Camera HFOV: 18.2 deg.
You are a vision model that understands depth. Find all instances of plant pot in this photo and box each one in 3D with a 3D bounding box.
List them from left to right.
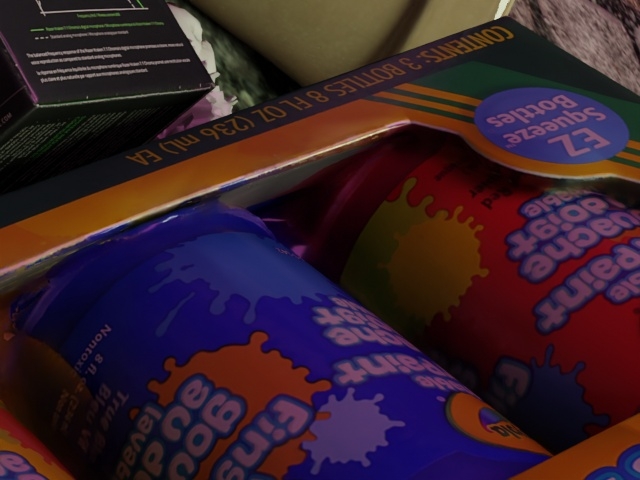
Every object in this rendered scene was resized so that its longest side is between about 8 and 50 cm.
[{"bbox_3d":[-0.002,-0.222,1.386,0.229,0.263,0.263,23,37,-16],"label":"plant pot"}]

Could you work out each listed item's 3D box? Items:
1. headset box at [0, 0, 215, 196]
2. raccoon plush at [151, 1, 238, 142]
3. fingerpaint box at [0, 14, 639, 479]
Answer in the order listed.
[{"bbox_3d":[-0.230,-0.112,0.870,0.283,0.246,0.131,58,28,10],"label":"headset box"},{"bbox_3d":[-0.090,0.058,0.963,0.299,0.216,0.446,32,35,-23],"label":"raccoon plush"},{"bbox_3d":[0.018,0.111,0.718,0.445,0.163,0.371,-22,42,-30],"label":"fingerpaint box"}]
